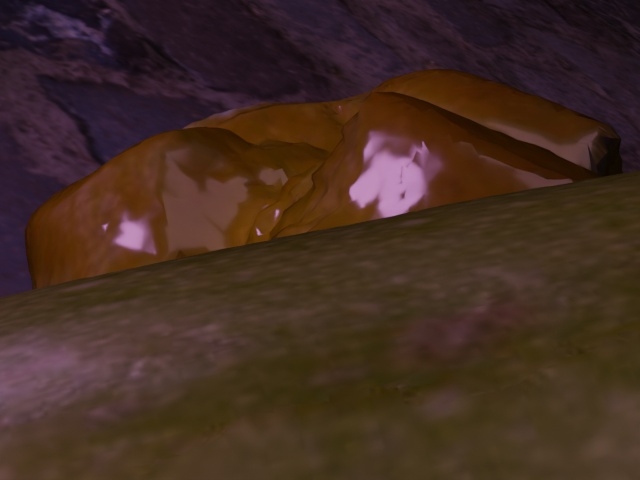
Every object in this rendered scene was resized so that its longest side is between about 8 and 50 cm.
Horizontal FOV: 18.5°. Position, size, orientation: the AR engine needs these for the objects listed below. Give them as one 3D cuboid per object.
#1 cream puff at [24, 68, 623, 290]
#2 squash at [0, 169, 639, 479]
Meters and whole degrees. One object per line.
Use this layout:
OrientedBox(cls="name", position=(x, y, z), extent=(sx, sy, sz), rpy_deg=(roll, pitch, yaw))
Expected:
OrientedBox(cls="cream puff", position=(0.082, 0.071, 0.739), extent=(0.378, 0.275, 0.378), rpy_deg=(33, 31, -22))
OrientedBox(cls="squash", position=(0.122, 0.105, 0.458), extent=(0.384, 0.263, 0.263), rpy_deg=(-11, 28, -5))
